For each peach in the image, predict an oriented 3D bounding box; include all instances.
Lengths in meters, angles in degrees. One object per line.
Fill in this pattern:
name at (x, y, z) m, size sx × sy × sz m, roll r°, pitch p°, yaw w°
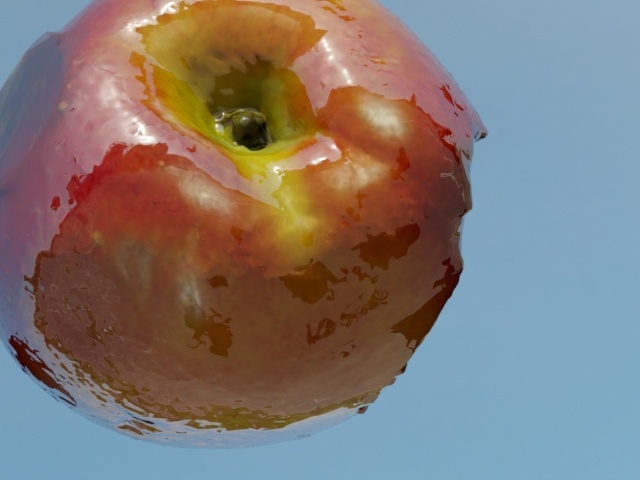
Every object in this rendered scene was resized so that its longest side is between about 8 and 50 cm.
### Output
peach at (-0.088, -0.029, 1.023) m, size 0.310 × 0.335 × 0.406 m, roll 18°, pitch -23°, yaw -24°
